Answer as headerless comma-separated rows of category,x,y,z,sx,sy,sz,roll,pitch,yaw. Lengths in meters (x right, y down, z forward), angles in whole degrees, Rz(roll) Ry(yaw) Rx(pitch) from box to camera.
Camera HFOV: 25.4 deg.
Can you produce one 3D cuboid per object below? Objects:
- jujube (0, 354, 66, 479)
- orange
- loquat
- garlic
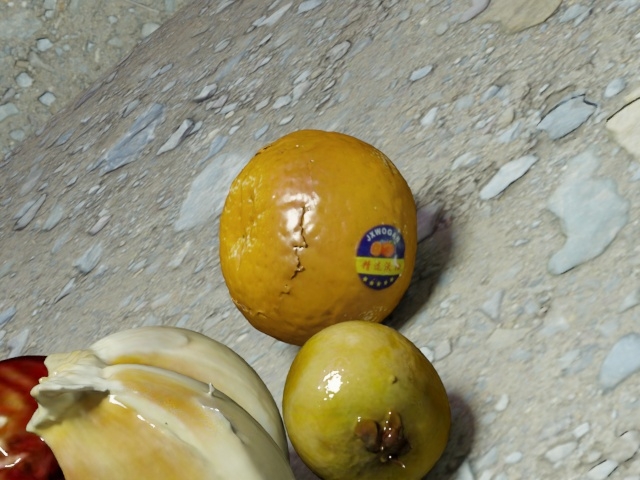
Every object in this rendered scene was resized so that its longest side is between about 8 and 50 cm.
jujube,-0.289,0.287,1.284,0.276,0.276,0.377,-19,35,40
orange,-0.001,-0.002,1.431,0.219,0.193,0.219,0,89,44
loquat,0.038,0.141,1.192,0.137,0.163,0.163,-19,26,1
garlic,-0.119,0.221,1.169,0.249,0.313,0.286,-26,10,-21
